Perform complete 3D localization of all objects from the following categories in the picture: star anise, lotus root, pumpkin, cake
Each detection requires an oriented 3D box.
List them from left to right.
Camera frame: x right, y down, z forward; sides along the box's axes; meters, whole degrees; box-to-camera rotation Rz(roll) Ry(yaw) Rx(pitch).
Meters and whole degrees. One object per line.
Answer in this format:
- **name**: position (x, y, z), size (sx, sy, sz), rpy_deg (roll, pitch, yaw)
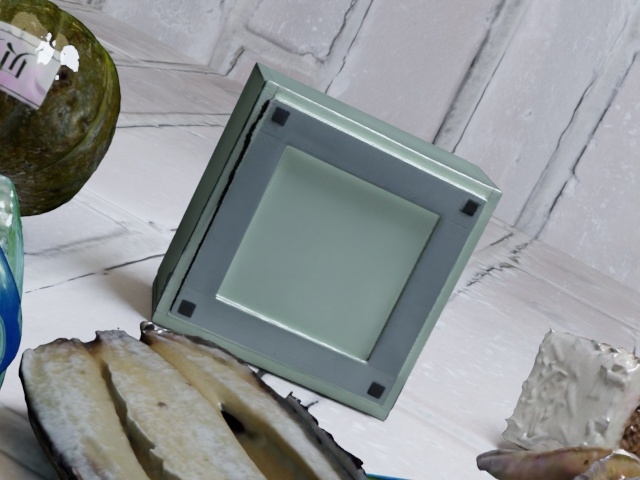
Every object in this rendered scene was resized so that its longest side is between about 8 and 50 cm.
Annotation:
- **pumpkin**: position (-0.291, -0.104, 1.199), size (0.260, 0.189, 0.260), rpy_deg (21, -16, 6)
- **lotus root**: position (-0.064, 0.152, 0.828), size (0.167, 0.078, 0.329), rpy_deg (-5, 26, -24)
- **cake**: position (0.268, 0.159, 1.343), size (0.147, 0.135, 0.135), rpy_deg (31, -7, -34)
- **star anise**: position (0.294, 0.239, 1.138), size (0.349, 0.109, 0.292), rpy_deg (22, 5, -34)

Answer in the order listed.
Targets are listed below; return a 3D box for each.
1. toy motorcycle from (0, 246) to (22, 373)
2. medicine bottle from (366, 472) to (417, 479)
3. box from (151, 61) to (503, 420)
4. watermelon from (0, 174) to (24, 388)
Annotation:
- **toy motorcycle**: position (-0.248, 0.035, 0.605), size (0.331, 0.196, 0.125), rpy_deg (31, 12, 18)
- **medicine bottle**: position (0.094, 0.202, 0.909), size (0.229, 0.083, 0.121), rpy_deg (15, 18, -43)
- **box**: position (0.000, 0.000, 1.265), size (0.225, 0.225, 0.117), rpy_deg (24, 11, -11)
- **watermelon**: position (-0.286, 0.023, 0.802), size (0.241, 0.154, 0.094), rpy_deg (11, 14, -11)
